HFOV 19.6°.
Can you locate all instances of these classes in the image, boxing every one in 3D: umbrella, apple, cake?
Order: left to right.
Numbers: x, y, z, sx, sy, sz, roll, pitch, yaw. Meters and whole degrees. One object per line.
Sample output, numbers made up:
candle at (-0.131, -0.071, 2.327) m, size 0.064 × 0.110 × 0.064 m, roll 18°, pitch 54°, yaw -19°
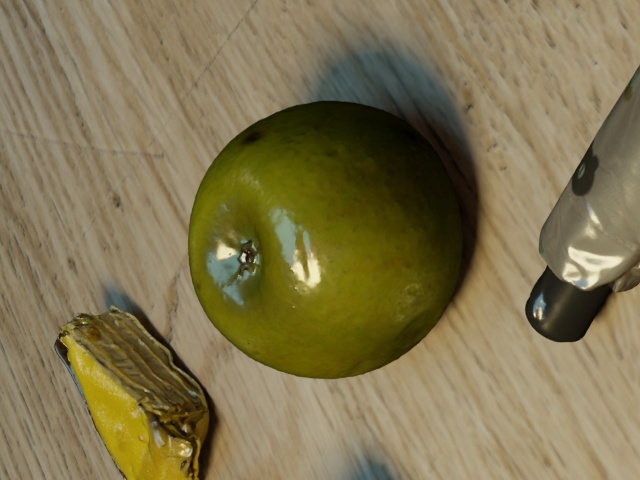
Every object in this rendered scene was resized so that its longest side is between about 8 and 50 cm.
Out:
cake at (-0.148, 0.146, 1.536) m, size 0.185 × 0.080 × 0.116 m, roll 32°, pitch 131°, yaw 35°
apple at (0.000, 0.000, 1.249) m, size 0.196 × 0.157 × 0.196 m, roll 12°, pitch 108°, yaw 43°
umbrella at (0.204, -0.070, 1.052) m, size 0.337 × 0.067 × 0.073 m, roll -63°, pitch 36°, yaw 36°
